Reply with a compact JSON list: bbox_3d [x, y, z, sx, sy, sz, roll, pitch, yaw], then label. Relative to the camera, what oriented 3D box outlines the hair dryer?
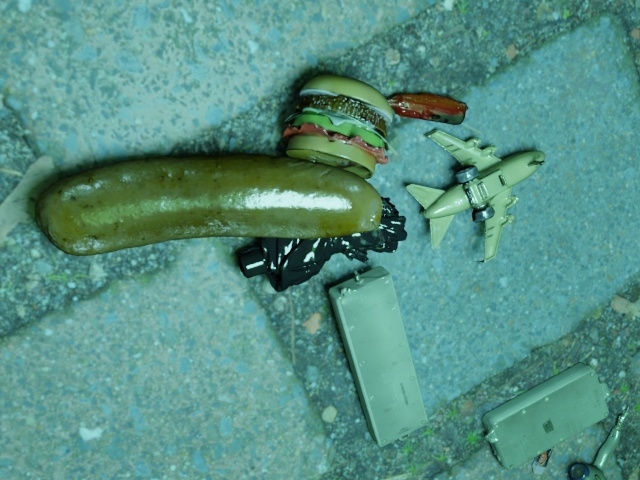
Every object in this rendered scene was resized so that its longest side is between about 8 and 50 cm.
[{"bbox_3d":[0.602,0.461,1.672,0.199,0.067,0.167,-47,125,-18],"label":"hair dryer"}]

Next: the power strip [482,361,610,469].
[{"bbox_3d":[0.436,0.341,1.563,0.270,0.046,0.118,-25,106,-11],"label":"power strip"}]

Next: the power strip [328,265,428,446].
[{"bbox_3d":[0.102,0.199,1.387,0.106,0.043,0.367,-23,120,-13],"label":"power strip"}]

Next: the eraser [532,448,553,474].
[{"bbox_3d":[0.449,0.420,1.611,0.027,0.019,0.099,16,100,-23],"label":"eraser"}]

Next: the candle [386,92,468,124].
[{"bbox_3d":[0.161,-0.216,1.321,0.162,0.048,0.053,3,69,-20],"label":"candle"}]

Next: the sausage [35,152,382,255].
[{"bbox_3d":[-0.157,-0.060,1.177,0.500,0.123,0.136,-4,71,-9],"label":"sausage"}]

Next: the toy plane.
[{"bbox_3d":[0.276,-0.092,1.367,0.256,0.104,0.242,-26,97,-4],"label":"toy plane"}]

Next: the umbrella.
[{"bbox_3d":[0.001,-0.001,1.289,0.272,0.110,0.122,-16,118,-11],"label":"umbrella"}]

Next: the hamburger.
[{"bbox_3d":[0.031,-0.177,1.224,0.175,0.175,0.137,19,82,-23],"label":"hamburger"}]
